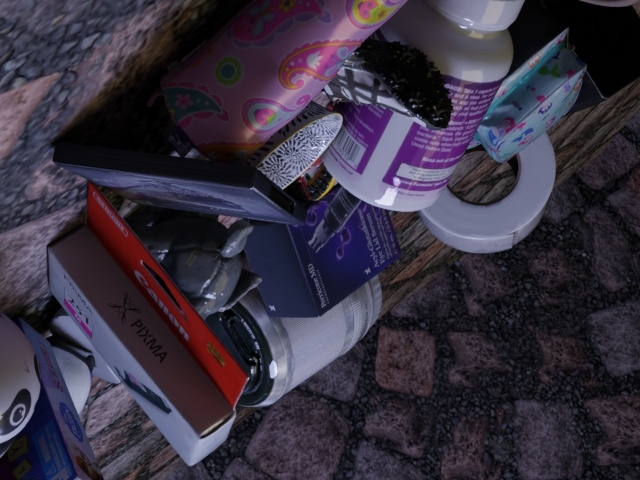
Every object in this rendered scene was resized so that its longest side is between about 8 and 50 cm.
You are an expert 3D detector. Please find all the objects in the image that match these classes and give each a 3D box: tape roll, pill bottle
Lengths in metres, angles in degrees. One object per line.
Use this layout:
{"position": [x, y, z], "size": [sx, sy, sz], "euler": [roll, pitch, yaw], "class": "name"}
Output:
{"position": [0.270, -0.109, 2.299], "size": [0.246, 0.246, 0.169], "euler": [-40, 170, 0], "class": "tape roll"}
{"position": [0.125, -0.195, 1.610], "size": [0.169, 0.169, 0.301], "euler": [-28, 152, -48], "class": "pill bottle"}

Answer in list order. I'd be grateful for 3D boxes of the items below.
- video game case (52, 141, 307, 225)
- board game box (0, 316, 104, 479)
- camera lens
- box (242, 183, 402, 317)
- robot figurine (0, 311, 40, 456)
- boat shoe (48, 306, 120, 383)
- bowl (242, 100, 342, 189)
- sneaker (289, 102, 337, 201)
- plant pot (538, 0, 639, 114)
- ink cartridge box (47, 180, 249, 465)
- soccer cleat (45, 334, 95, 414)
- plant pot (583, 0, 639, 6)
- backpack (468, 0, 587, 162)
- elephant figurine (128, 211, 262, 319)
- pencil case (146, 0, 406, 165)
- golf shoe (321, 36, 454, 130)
{"position": [-0.132, -0.054, 1.387], "size": [0.274, 0.196, 0.026], "euler": [31, 67, -79], "class": "video game case"}
{"position": [-0.403, 0.281, 1.509], "size": [0.318, 0.319, 0.066], "euler": [-41, 126, 1], "class": "board game box"}
{"position": [-0.065, 0.112, 2.110], "size": [0.274, 0.219, 0.219], "euler": [-31, 166, -41], "class": "camera lens"}
{"position": [0.000, 0.000, 1.964], "size": [0.108, 0.153, 0.207], "euler": [-2, -154, 44], "class": "box"}
{"position": [-0.396, 0.179, 1.377], "size": [0.173, 0.209, 0.278], "euler": [-2, 143, -50], "class": "robot figurine"}
{"position": [-0.277, 0.111, 1.751], "size": [0.267, 0.096, 0.088], "euler": [88, 25, -69], "class": "boat shoe"}
{"position": [-0.063, -0.117, 1.578], "size": [0.170, 0.080, 0.170], "euler": [-38, 169, -9], "class": "bowl"}
{"position": [0.038, -0.142, 1.843], "size": [0.092, 0.088, 0.225], "euler": [-36, 178, -43], "class": "sneaker"}
{"position": [0.403, -0.299, 2.192], "size": [0.187, 0.188, 0.167], "euler": [-32, 178, -38], "class": "plant pot"}
{"position": [-0.193, 0.097, 1.473], "size": [0.060, 0.275, 0.239], "euler": [-36, 168, -21], "class": "ink cartridge box"}
{"position": [-0.384, 0.244, 1.757], "size": [0.143, 0.116, 0.331], "euler": [-64, -175, -37], "class": "soccer cleat"}
{"position": [0.232, -0.374, 1.220], "size": [0.229, 0.263, 0.263], "euler": [-58, 168, 0], "class": "plant pot"}
{"position": [0.264, -0.230, 1.988], "size": [0.225, 0.191, 0.253], "euler": [-41, 174, -3], "class": "backpack"}
{"position": [-0.160, 0.024, 1.703], "size": [0.239, 0.186, 0.169], "euler": [-39, 140, -76], "class": "elephant figurine"}
{"position": [-0.032, -0.193, 1.294], "size": [0.284, 0.124, 0.124], "euler": [-43, 169, 15], "class": "pencil case"}
{"position": [0.056, -0.180, 1.500], "size": [0.094, 0.198, 0.077], "euler": [-35, -157, 52], "class": "golf shoe"}
